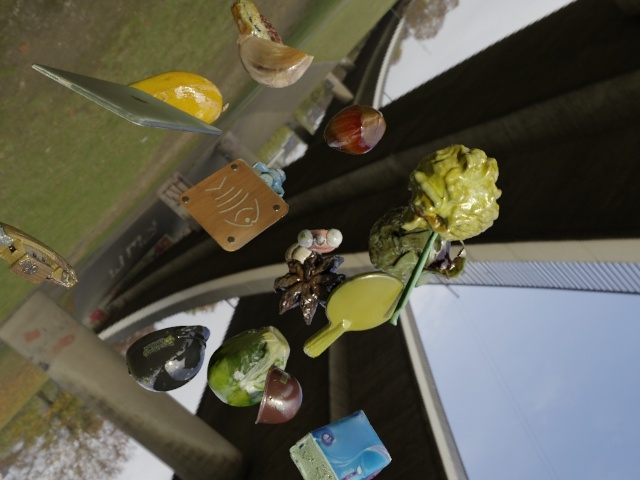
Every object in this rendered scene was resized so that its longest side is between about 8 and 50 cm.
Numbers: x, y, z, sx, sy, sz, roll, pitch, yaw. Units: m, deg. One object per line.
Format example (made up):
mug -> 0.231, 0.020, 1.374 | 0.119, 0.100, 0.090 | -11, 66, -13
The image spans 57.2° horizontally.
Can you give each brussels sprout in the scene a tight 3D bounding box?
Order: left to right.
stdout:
brussels sprout -> -0.220, 0.393, 1.854 | 0.271, 0.219, 0.210 | -40, -156, -8

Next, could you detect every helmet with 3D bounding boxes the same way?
helmet -> -0.473, 0.390, 1.876 | 0.279, 0.160, 0.230 | -18, 147, -7
helmet -> -0.102, 0.410, 1.545 | 0.175, 0.106, 0.154 | -92, -163, -81

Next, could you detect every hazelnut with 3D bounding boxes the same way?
hazelnut -> 0.117, -0.395, 2.083 | 0.212, 0.181, 0.181 | -9, 122, -55

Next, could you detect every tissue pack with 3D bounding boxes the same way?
tissue pack -> 0.066, 0.675, 1.840 | 0.264, 0.198, 0.146 | -4, 142, -48

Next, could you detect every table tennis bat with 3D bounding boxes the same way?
table tennis bat -> 0.084, 0.214, 1.670 | 0.368, 0.224, 0.054 | -45, -143, 25

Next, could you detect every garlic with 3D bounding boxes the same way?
garlic -> -0.121, -0.421, 1.405 | 0.101, 0.196, 0.087 | -68, 162, 1
garlic -> -0.047, 0.078, 2.833 | 0.212, 0.218, 0.219 | -42, -169, -21

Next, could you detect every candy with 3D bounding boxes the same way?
candy -> 0.274, 0.043, 1.568 | 0.119, 0.119, 0.439 | -76, -173, -65

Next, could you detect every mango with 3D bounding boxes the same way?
mango -> -0.421, -0.403, 1.693 | 0.176, 0.317, 0.119 | 104, -25, -44

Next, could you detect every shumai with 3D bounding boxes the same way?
shumai -> 0.427, 0.013, 2.484 | 0.395, 0.395, 0.348 | -52, -165, -25

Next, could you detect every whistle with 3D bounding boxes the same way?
whistle -> -0.218, -0.258, 2.507 | 0.093, 0.180, 0.269 | -35, -176, 16

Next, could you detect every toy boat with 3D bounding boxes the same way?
toy boat -> -0.805, 0.052, 1.638 | 0.089, 0.321, 0.121 | -39, -128, 1

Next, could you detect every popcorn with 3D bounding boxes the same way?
popcorn -> 0.275, -0.098, 1.264 | 0.217, 0.235, 0.180 | -5, -116, 12

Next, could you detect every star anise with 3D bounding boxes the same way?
star anise -> -0.030, 0.116, 1.718 | 0.223, 0.109, 0.236 | 13, -122, 28

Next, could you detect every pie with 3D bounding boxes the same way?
pie -> -0.212, -0.728, 2.056 | 0.086, 0.308, 0.308 | -30, -163, 13

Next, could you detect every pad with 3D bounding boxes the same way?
pad -> -0.295, -0.126, 2.028 | 0.287, 0.284, 0.018 | -38, 165, -25

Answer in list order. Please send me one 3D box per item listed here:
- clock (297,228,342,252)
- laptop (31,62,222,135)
clock -> 0.000, 0.000, 2.236 | 0.166, 0.092, 0.162 | -1, 178, 3
laptop -> -0.281, -0.211, 0.903 | 0.015, 0.188, 0.269 | -64, 170, 13
